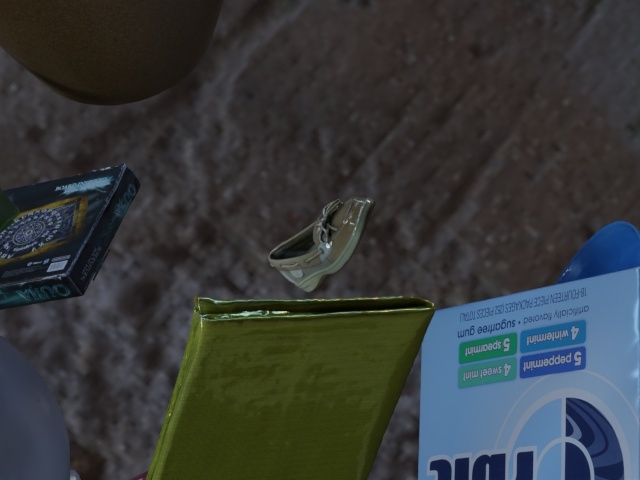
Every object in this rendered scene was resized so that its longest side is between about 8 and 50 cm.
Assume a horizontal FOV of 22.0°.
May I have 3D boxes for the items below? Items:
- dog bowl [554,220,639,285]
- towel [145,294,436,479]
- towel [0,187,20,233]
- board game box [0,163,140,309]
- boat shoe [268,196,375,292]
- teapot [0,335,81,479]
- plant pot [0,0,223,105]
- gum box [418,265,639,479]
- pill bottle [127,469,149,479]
[{"bbox_3d":[0.182,0.115,0.939,0.297,0.074,0.166,-86,21,-57],"label":"dog bowl"},{"bbox_3d":[-0.032,0.116,0.680,0.021,0.102,0.237,58,140,44],"label":"towel"},{"bbox_3d":[-0.258,-0.035,0.913,0.113,0.152,0.023,-44,6,-22],"label":"towel"},{"bbox_3d":[-0.239,0.004,1.266,0.186,0.026,0.126,-9,39,29],"label":"board game box"},{"bbox_3d":[0.000,-0.001,1.444,0.056,0.048,0.153,-66,11,-27],"label":"boat shoe"},{"bbox_3d":[-0.253,0.161,0.877,0.256,0.252,0.187,-20,42,18],"label":"teapot"},{"bbox_3d":[-0.135,-0.198,0.917,0.237,0.237,0.254,-55,-24,-28],"label":"plant pot"},{"bbox_3d":[0.106,0.115,0.763,0.157,0.041,0.184,-16,68,54],"label":"gum box"},{"bbox_3d":[-0.158,0.338,1.570,0.392,0.224,0.224,-27,13,3],"label":"pill bottle"}]
